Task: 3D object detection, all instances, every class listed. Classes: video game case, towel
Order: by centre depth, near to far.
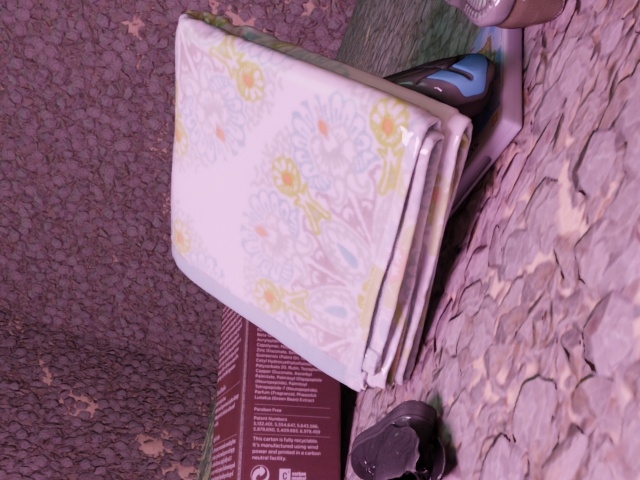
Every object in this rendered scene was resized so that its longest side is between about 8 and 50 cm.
[{"bbox_3d":[-0.029,-0.046,0.795,0.090,0.374,0.321,-22,-48,-45],"label":"towel"},{"bbox_3d":[0.169,-0.142,0.815,0.193,0.023,0.212,120,166,-53],"label":"video game case"}]

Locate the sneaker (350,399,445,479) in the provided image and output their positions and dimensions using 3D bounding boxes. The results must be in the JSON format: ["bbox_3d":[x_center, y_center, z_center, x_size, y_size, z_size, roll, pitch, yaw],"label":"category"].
[{"bbox_3d":[0.065,0.208,0.663,0.089,0.051,0.170,-74,11,-45],"label":"sneaker"}]

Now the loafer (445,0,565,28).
[{"bbox_3d":[0.188,-0.276,0.759,0.251,0.087,0.094,-91,16,-53],"label":"loafer"}]

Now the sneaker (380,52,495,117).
[{"bbox_3d":[0.102,-0.120,0.837,0.341,0.125,0.140,175,78,-72],"label":"sneaker"}]

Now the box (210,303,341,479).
[{"bbox_3d":[-0.062,0.163,1.011,0.191,0.143,0.382,133,140,-63],"label":"box"}]
